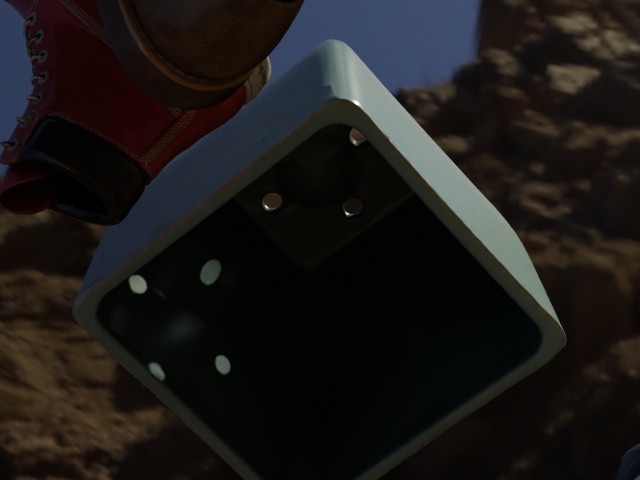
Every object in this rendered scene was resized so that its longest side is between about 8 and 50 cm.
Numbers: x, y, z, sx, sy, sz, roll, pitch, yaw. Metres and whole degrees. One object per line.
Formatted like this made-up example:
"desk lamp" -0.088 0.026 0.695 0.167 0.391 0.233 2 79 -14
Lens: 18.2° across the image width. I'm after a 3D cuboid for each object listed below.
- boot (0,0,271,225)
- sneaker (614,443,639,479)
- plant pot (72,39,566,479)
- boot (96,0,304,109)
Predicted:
"boot" -0.177 -0.109 1.266 0.176 0.244 0.088 -46 -32 -21
"sneaker" 0.246 0.245 1.632 0.079 0.121 0.217 43 -78 -11
"plant pot" 0.000 0.000 1.458 0.248 0.252 0.247 -37 -68 18
"boot" -0.087 -0.225 0.987 0.112 0.115 0.305 -19 -102 -37
